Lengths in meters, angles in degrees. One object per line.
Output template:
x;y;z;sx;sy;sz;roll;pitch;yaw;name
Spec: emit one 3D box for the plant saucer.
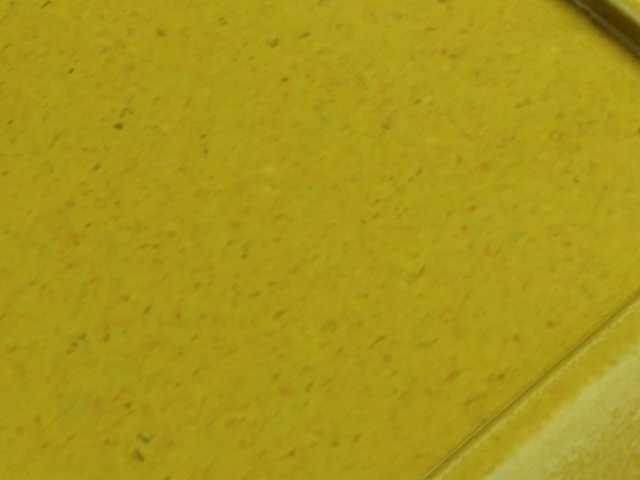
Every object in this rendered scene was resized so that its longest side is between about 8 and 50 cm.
-0.023;-0.007;0.470;0.333;0.081;0.333;-39;62;-15;plant saucer
